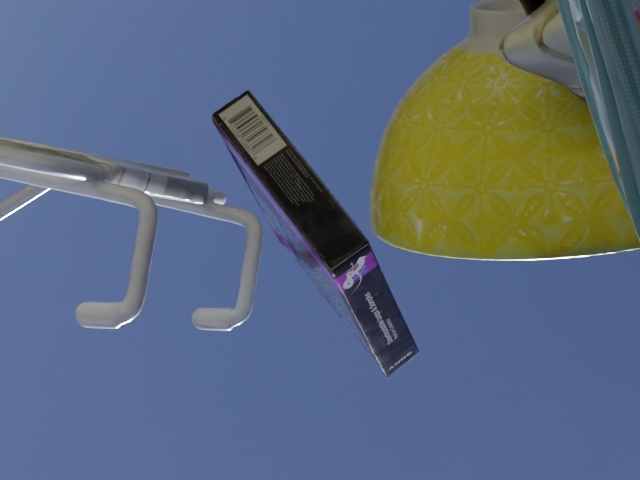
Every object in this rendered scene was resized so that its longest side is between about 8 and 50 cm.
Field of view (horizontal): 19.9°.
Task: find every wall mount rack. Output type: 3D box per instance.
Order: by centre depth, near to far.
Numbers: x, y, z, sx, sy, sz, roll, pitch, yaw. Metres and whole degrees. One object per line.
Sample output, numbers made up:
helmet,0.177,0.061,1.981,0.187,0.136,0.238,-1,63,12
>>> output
wall mount rack,-0.219,-0.007,1.311,0.304,0.350,0.130,11,-90,19

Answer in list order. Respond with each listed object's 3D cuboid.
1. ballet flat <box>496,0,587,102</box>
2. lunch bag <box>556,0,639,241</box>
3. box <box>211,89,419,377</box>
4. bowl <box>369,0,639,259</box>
ballet flat,0.139,-0.184,1.135,0.124,0.342,0.116,-37,-168,-34
lunch bag,0.123,-0.126,0.594,0.108,0.279,0.224,-12,-139,18
box,0.000,0.000,0.997,0.029,0.162,0.116,-35,-116,-6
bowl,0.171,-0.098,1.316,0.289,0.156,0.289,-7,-165,2
